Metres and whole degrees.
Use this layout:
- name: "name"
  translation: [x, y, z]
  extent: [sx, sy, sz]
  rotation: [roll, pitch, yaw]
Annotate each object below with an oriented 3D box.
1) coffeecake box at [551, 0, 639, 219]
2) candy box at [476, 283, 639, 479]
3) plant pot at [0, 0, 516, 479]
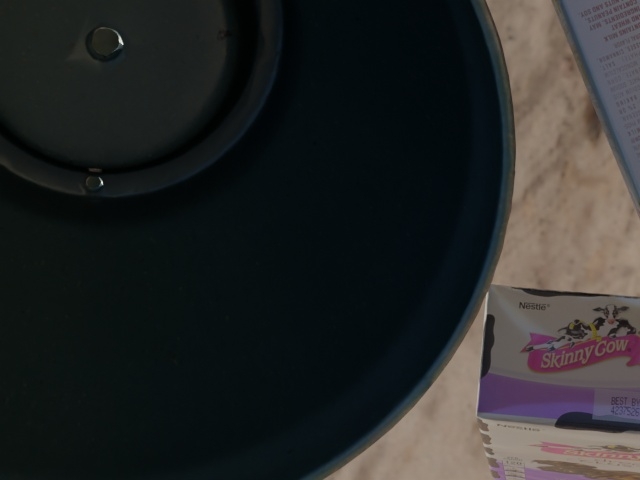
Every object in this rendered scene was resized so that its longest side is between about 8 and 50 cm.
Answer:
- name: "coffeecake box"
  translation: [0.119, -0.091, 0.518]
  extent: [0.142, 0.068, 0.185]
  rotation: [-35, -76, -79]
- name: "candy box"
  translation: [0.170, 0.088, 0.753]
  extent: [0.196, 0.164, 0.070]
  rotation: [63, -147, -69]
- name: "plant pot"
  translation: [-0.087, -0.056, 0.566]
  extent: [0.196, 0.293, 0.293]
  rotation: [-105, 31, -65]
